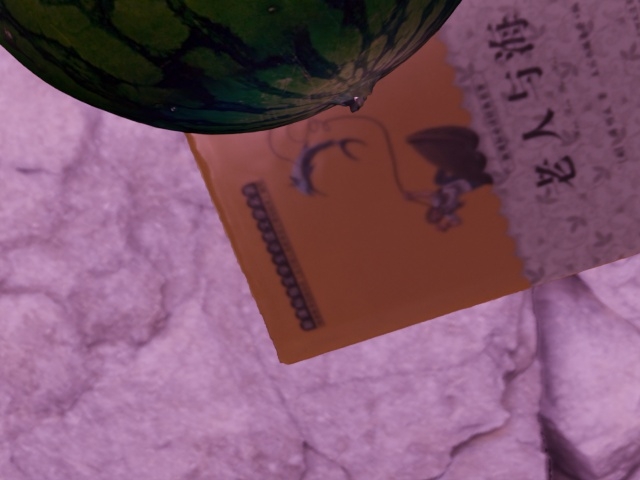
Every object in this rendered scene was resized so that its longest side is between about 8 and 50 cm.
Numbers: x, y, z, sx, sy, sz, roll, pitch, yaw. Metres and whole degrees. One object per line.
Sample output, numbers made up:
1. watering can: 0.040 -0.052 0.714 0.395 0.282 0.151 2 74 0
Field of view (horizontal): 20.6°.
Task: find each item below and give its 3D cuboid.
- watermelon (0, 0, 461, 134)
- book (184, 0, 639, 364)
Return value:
1. watermelon: -0.069 -0.229 0.999 0.363 0.363 0.363 4 121 7
2. book: 0.110 -0.080 1.198 0.388 0.032 0.269 -19 115 8
